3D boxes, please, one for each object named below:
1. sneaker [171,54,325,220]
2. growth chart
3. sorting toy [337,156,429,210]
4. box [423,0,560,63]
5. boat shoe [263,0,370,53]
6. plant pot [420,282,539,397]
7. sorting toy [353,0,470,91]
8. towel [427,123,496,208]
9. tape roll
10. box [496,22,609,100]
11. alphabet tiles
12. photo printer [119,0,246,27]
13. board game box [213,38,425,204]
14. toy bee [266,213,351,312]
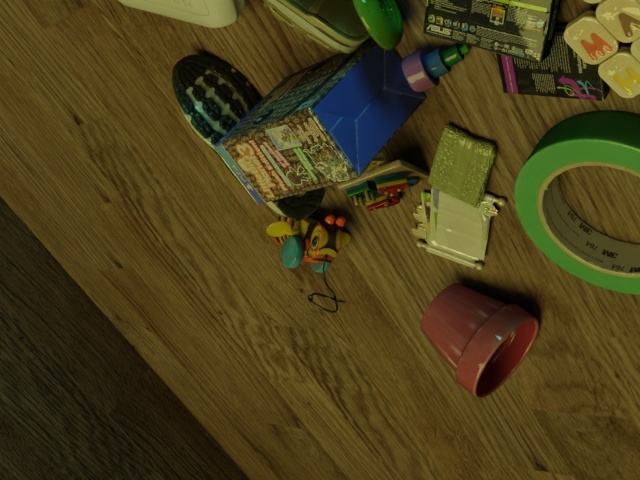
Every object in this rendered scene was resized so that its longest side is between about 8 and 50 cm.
[{"bbox_3d":[-0.178,-0.201,1.751,0.410,0.158,0.182,51,158,-12],"label":"sneaker"},{"bbox_3d":[0.259,-0.034,1.613,0.172,0.021,0.237,27,147,19],"label":"growth chart"},{"bbox_3d":[0.116,-0.097,1.530,0.132,0.274,0.046,-19,75,27],"label":"sorting toy"},{"bbox_3d":[0.242,-0.360,1.163,0.190,0.045,0.184,21,128,26],"label":"box"},{"bbox_3d":[-0.055,-0.411,1.364,0.302,0.113,0.103,40,161,-8],"label":"boat shoe"},{"bbox_3d":[0.313,0.189,1.697,0.180,0.201,0.201,39,152,32],"label":"plant pot"},{"bbox_3d":[0.114,-0.391,1.256,0.126,0.127,0.365,-24,122,28],"label":"sorting toy"},{"bbox_3d":[0.251,-0.131,1.481,0.110,0.027,0.148,28,140,20],"label":"towel"},{"bbox_3d":[0.472,-0.053,1.319,0.321,0.077,0.321,27,147,20],"label":"tape roll"},{"bbox_3d":[0.340,-0.266,1.231,0.162,0.029,0.116,14,141,36],"label":"box"},{"bbox_3d":[0.454,-0.292,1.052,0.278,0.021,0.284,41,143,-13],"label":"alphabet tiles"},{"bbox_3d":[-0.280,-0.500,1.450,0.307,0.107,0.256,22,160,31],"label":"photo printer"},{"bbox_3d":[-0.005,-0.207,1.466,0.291,0.232,0.141,-11,122,51],"label":"board game box"},{"bbox_3d":[0.000,0.000,1.800,0.298,0.195,0.162,39,115,32],"label":"toy bee"}]
